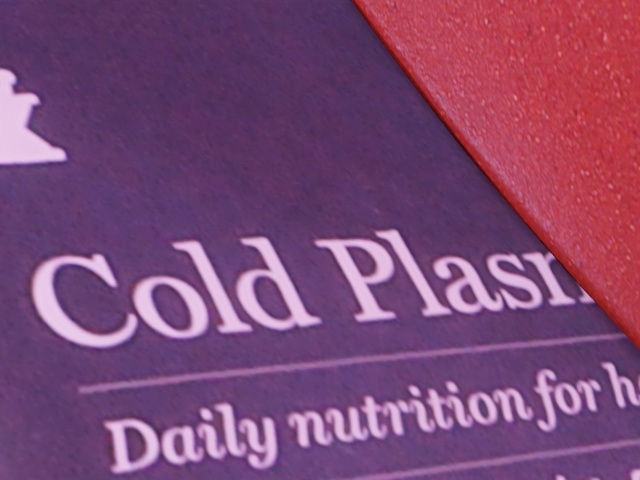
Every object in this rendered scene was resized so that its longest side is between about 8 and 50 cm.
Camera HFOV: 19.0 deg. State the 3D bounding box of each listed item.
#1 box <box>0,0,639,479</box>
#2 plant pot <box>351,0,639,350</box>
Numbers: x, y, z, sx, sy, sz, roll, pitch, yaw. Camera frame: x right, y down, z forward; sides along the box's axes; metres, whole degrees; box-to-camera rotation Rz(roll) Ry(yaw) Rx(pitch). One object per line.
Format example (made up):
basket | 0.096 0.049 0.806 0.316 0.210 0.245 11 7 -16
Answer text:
box | 0.000 0.000 0.637 0.472 0.480 0.297 58 135 33
plant pot | 0.168 -0.086 0.379 0.267 0.267 0.236 119 136 -58
